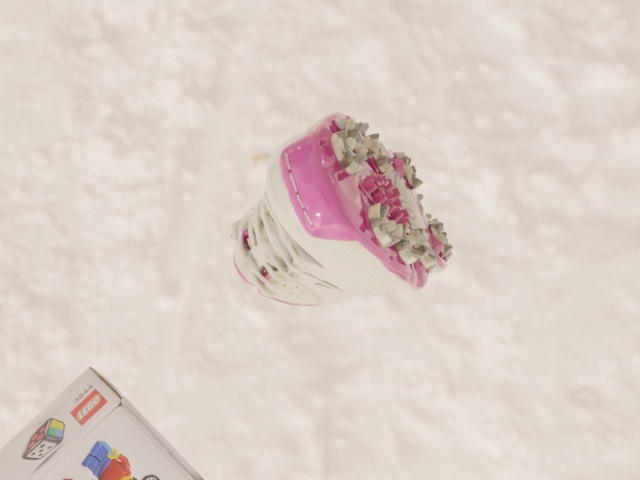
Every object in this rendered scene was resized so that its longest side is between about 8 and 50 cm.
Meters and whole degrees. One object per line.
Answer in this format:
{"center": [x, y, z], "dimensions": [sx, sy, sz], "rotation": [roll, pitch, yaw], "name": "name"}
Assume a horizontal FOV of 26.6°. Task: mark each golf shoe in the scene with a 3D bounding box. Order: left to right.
{"center": [0.000, 0.000, 0.868], "dimensions": [0.140, 0.306, 0.115], "rotation": [-23, 81, 10], "name": "golf shoe"}

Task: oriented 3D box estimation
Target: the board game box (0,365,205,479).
{"center": [-0.166, 0.237, 0.699], "dimensions": [0.305, 0.193, 0.053], "rotation": [-43, 32, -12], "name": "board game box"}
